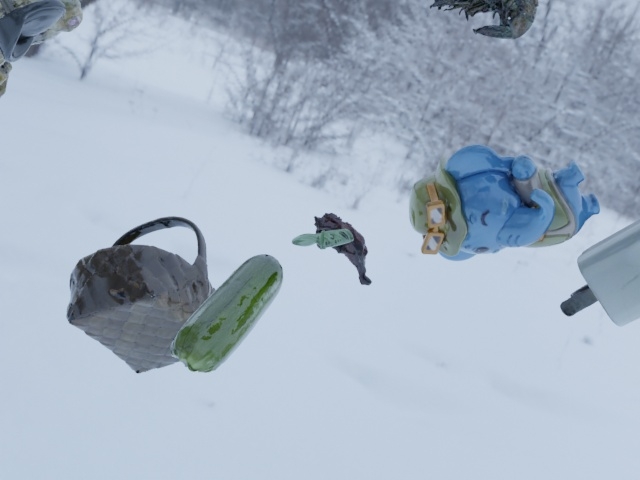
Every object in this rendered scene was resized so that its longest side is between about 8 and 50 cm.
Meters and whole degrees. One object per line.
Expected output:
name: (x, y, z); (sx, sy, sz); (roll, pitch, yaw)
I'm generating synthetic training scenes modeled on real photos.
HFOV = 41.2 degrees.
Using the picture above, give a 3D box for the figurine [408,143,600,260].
figurine: (0.253, -0.057, 1.183); (0.262, 0.153, 0.180); (-13, -21, 7)

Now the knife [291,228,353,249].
knife: (0.000, 0.000, 1.371); (0.014, 0.030, 0.207); (-12, 2, -27)

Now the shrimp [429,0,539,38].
shrimp: (0.224, -0.309, 1.129); (0.161, 0.091, 0.034); (-11, -6, -21)

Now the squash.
squash: (-0.110, 0.089, 1.057); (0.069, 0.069, 0.239); (23, 35, 12)

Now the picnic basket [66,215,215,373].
picnic basket: (-0.379, 0.084, 1.875); (0.293, 0.337, 0.337); (-16, 3, 17)

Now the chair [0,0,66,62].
chair: (-0.378, -0.334, 1.027); (0.095, 0.221, 0.104); (-22, 2, -10)

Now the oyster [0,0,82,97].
oyster: (-0.470, -0.277, 1.207); (0.351, 0.114, 0.238); (-15, 1, 29)

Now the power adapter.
power adapter: (0.458, 0.055, 1.291); (0.130, 0.205, 0.125); (-25, 81, -54)

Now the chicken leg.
chicken leg: (0.058, 0.013, 1.934); (0.219, 0.089, 0.048); (41, 1, -30)
